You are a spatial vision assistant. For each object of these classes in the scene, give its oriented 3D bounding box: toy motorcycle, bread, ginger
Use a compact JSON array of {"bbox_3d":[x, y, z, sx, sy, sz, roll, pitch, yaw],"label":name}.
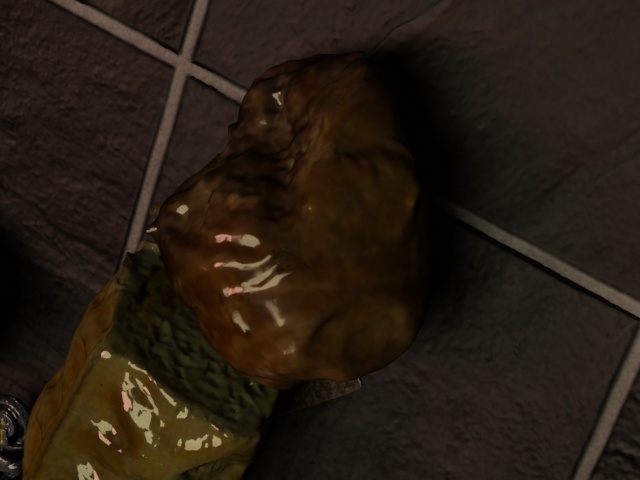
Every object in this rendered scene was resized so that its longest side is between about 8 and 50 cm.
[{"bbox_3d":[-0.354,0.224,1.930,0.193,0.061,0.124,-14,106,40],"label":"toy motorcycle"},{"bbox_3d":[-0.155,0.162,1.711,0.196,0.238,0.252,24,131,-19],"label":"bread"},{"bbox_3d":[0.003,0.000,1.569,0.200,0.269,0.223,17,152,54],"label":"ginger"}]

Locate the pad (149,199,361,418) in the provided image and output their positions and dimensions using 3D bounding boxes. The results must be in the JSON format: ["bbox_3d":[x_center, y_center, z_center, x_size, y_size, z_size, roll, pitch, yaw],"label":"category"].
[{"bbox_3d":[-0.065,0.052,1.735,0.158,0.003,0.235,-22,92,34],"label":"pad"}]

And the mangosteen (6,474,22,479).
[{"bbox_3d":[-0.259,0.360,1.842,0.235,0.261,0.235,-6,60,10],"label":"mangosteen"}]
